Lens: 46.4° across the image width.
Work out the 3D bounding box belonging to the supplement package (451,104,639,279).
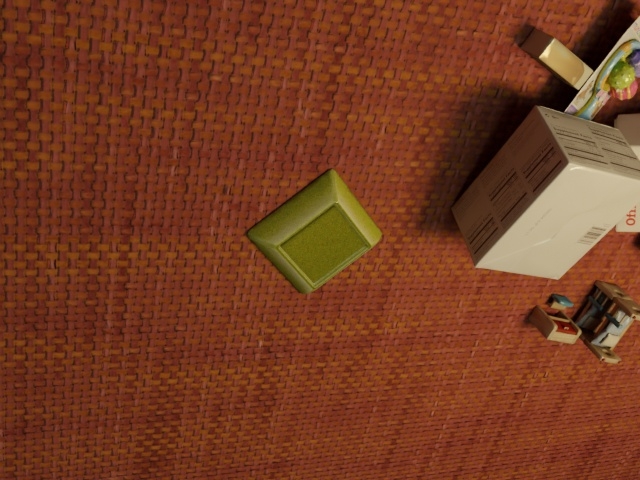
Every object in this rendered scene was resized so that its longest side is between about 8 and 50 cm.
[{"bbox_3d":[0.399,-0.075,1.311,0.204,0.145,0.262,9,137,-27],"label":"supplement package"}]

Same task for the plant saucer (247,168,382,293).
[{"bbox_3d":[0.000,0.000,1.303,0.188,0.045,0.188,-37,128,5],"label":"plant saucer"}]

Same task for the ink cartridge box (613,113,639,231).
[{"bbox_3d":[0.687,-0.122,1.368,0.283,0.117,0.207,0,130,21],"label":"ink cartridge box"}]

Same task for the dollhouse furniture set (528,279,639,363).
[{"bbox_3d":[0.578,0.168,1.601,0.183,0.129,0.129,12,117,-28],"label":"dollhouse furniture set"}]

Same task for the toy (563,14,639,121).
[{"bbox_3d":[0.516,-0.272,1.299,0.237,0.056,0.137,-51,152,18],"label":"toy"}]

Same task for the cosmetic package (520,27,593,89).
[{"bbox_3d":[0.396,-0.304,1.253,0.115,0.060,0.041,25,108,-32],"label":"cosmetic package"}]
